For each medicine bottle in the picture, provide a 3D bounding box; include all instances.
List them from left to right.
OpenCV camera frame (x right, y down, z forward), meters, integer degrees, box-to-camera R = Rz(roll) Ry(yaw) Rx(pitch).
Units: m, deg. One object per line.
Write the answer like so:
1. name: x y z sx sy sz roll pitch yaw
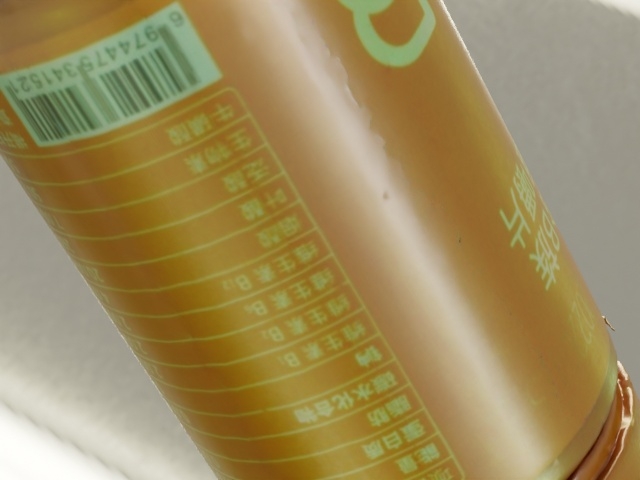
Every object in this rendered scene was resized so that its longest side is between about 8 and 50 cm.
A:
1. medicine bottle: 0.000 0.000 0.415 0.096 0.096 0.192 4 -47 49
